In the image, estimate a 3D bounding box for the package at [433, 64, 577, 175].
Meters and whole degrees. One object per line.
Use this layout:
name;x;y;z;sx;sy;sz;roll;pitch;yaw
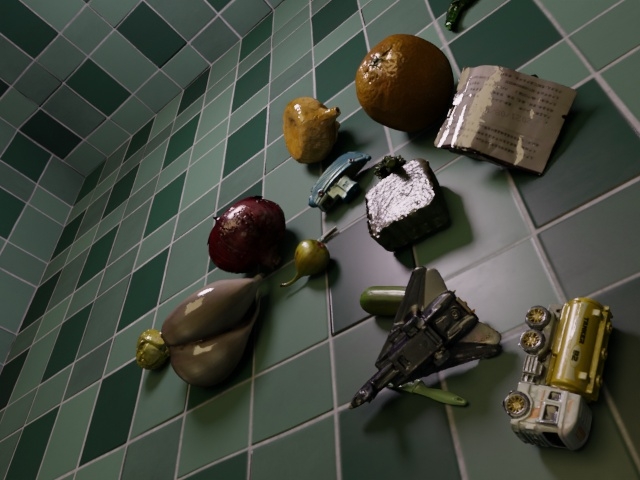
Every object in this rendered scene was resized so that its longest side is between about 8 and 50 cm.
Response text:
package;0.384;-0.264;1.181;0.250;0.062;0.204;22;89;31

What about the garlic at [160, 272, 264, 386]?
garlic;-0.262;0.237;1.467;0.340;0.232;0.246;-34;-11;-4

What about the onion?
onion;-0.198;-0.002;1.583;0.252;0.219;0.252;-42;-6;-5

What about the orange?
orange;0.215;-0.406;1.432;0.264;0.264;0.264;-30;38;27

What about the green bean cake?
green bean cake;0.199;-0.078;1.275;0.181;0.094;0.173;-31;37;25

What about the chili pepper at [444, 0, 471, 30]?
chili pepper;0.420;-0.706;1.672;0.073;0.050;0.182;24;79;48

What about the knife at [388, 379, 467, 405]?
knife;0.186;0.273;1.022;0.207;0.014;0.030;1;58;50

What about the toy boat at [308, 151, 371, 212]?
toy boat;0.065;-0.156;1.535;0.102;0.088;0.215;40;89;22

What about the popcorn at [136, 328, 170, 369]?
popcorn;-0.511;0.334;1.692;0.106;0.116;0.121;-2;43;-9

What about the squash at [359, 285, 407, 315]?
squash;0.172;0.127;1.138;0.228;0.066;0.066;-1;56;46

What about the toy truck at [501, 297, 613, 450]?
toy truck;0.360;0.193;0.825;0.114;0.098;0.227;1;57;42

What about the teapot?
teapot;-0.018;-0.348;1.743;0.311;0.166;0.204;153;102;-68

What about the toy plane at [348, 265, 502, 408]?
toy plane;0.153;0.215;1.011;0.316;0.204;0.103;-46;-10;11

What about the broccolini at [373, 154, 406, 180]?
broccolini;0.173;-0.194;1.359;0.091;0.202;0.068;-15;84;4

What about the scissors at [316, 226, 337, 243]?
scissors;0.000;0.000;1.500;0.119;0.014;0.058;-39;36;22

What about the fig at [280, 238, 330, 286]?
fig;-0.042;0.059;1.443;0.166;0.093;0.093;-44;29;44

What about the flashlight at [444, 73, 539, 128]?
flashlight;0.400;-0.291;1.260;0.231;0.093;0.093;-30;38;26
